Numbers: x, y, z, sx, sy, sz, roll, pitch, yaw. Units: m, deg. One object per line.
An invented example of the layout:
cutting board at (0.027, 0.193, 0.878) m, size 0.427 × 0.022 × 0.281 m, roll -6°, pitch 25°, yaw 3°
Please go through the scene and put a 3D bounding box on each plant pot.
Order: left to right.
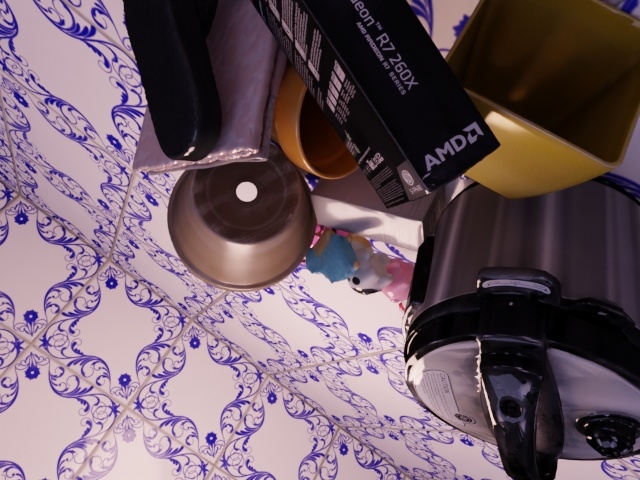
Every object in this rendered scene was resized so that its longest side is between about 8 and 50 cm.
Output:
plant pot at (-0.151, -0.065, 0.939) m, size 0.323 × 0.323 × 0.280 m, roll 34°, pitch 167°, yaw -3°
plant pot at (-0.024, -0.228, 0.804) m, size 0.187 × 0.205 × 0.205 m, roll 27°, pitch 152°, yaw 39°
plant pot at (0.256, -0.176, 0.614) m, size 0.212 × 0.212 × 0.187 m, roll 29°, pitch 161°, yaw 6°

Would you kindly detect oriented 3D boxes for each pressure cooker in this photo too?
pressure cooker at (0.322, 0.135, 0.731) m, size 0.369 × 0.421 × 0.375 m, roll 30°, pitch 143°, yaw -8°

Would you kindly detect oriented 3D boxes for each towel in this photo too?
towel at (-0.177, -0.269, 0.784) m, size 0.331 × 0.317 × 0.053 m, roll 2°, pitch 168°, yaw 40°

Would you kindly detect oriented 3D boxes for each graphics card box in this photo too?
graphics card box at (0.032, -0.217, 0.553) m, size 0.371 × 0.094 × 0.233 m, roll 57°, pitch 178°, yaw 0°

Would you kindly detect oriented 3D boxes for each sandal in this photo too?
sandal at (-0.217, -0.335, 0.728) m, size 0.167 × 0.107 × 0.447 m, roll -16°, pitch 84°, yaw 44°

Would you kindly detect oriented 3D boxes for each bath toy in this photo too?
bath toy at (0.137, 0.081, 1.064) m, size 0.348 × 0.152 × 0.129 m, roll 23°, pitch 133°, yaw -33°

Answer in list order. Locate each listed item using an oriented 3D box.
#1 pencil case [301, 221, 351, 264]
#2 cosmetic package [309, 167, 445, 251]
pencil case at (0.000, 0.000, 1.188) m, size 0.209 × 0.095 × 0.098 m, roll -29°, pitch 79°, yaw 58°
cosmetic package at (0.112, -0.076, 0.943) m, size 0.237 × 0.127 × 0.107 m, roll 17°, pitch 146°, yaw 28°
